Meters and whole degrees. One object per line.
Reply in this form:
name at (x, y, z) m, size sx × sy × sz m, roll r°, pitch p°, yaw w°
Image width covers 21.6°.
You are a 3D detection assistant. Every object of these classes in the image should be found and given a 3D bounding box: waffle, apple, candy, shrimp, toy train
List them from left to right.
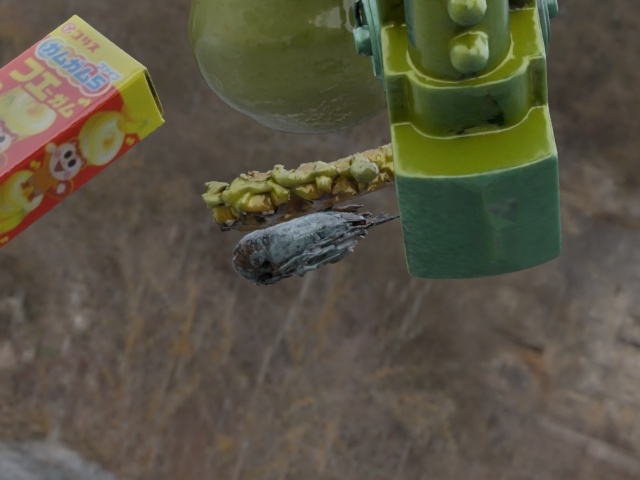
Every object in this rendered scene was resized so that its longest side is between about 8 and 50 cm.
candy at (-0.319, -0.110, 1.807) m, size 0.146 × 0.276 × 0.088 m, roll 39°, pitch -22°, yaw 36°
apple at (-0.003, -0.321, 2.398) m, size 0.357 × 0.357 × 0.357 m, roll 17°, pitch 9°, yaw -3°
shrimp at (0.000, 0.000, 2.061) m, size 0.233 × 0.079 × 0.090 m, roll -17°, pitch 40°, yaw 12°
waffle at (0.017, -0.063, 1.658) m, size 0.238 × 0.059 × 0.243 m, roll -16°, pitch 0°, yaw 38°
toy train at (0.089, -0.175, 1.108) m, size 0.150 × 0.369 × 0.237 m, roll -8°, pitch 48°, yaw 4°
